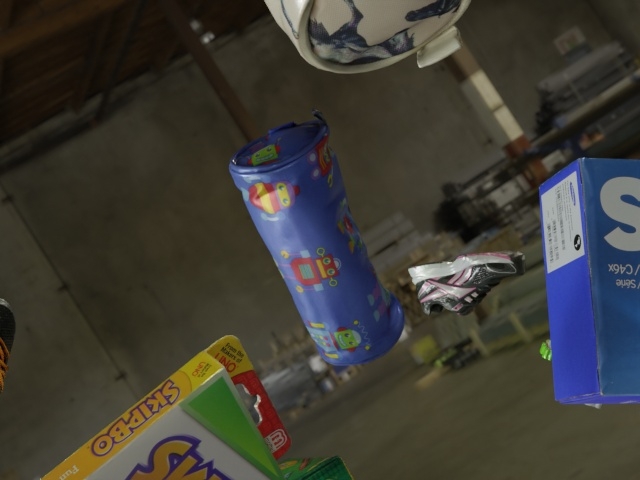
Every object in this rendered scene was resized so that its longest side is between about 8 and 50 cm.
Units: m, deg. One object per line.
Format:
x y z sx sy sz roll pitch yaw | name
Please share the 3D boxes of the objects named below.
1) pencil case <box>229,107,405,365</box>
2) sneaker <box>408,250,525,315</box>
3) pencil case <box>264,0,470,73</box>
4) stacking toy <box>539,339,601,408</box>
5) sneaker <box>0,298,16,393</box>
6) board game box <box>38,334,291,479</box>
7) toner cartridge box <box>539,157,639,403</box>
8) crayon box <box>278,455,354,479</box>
0.000 0.000 1.240 0.119 0.306 0.133 -14 30 18 | pencil case
0.197 0.058 1.381 0.072 0.077 0.178 -6 -6 -39 | sneaker
-0.016 -0.330 0.924 0.183 0.410 0.160 5 -40 -48 | pencil case
0.385 0.125 1.533 0.221 0.052 0.167 -98 22 -75 | stacking toy
-0.333 0.130 0.997 0.083 0.084 0.215 -18 32 23 | sneaker
-0.128 0.182 0.675 0.259 0.124 0.039 -40 39 -21 | board game box
0.339 0.032 0.760 0.347 0.165 0.075 0 -12 -11 | toner cartridge box
0.029 0.385 1.208 0.081 0.278 0.165 -29 -1 -24 | crayon box
